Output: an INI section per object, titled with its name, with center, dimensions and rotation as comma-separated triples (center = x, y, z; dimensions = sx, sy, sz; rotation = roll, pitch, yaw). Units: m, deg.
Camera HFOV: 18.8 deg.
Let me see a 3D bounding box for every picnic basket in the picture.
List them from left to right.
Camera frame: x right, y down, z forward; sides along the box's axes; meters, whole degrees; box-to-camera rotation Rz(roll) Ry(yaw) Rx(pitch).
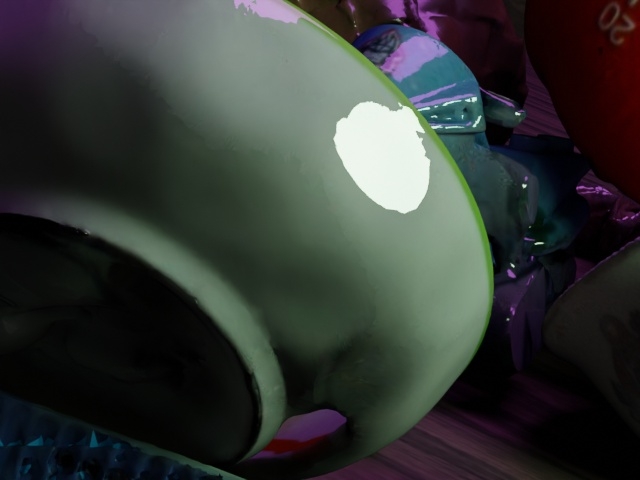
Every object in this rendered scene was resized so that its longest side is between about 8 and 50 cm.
[picnic basket]
center = 0.038, -0.198, 1.703
dimensions = 0.337, 0.293, 0.337
rotation = 2, 49, -2

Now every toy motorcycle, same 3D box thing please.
[toy motorcycle]
center = 0.094, -0.026, 1.349
dimensions = 0.172, 0.232, 0.416
rotation = 13, 8, 32

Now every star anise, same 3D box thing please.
[star anise]
center = 0.304, -0.011, 1.934
dimensions = 0.197, 0.073, 0.212
rotation = 17, 10, -23

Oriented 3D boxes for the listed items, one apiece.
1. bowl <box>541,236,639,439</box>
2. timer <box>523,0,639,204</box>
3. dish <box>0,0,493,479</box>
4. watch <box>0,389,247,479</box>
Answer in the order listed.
[bowl]
center = 0.376, 0.081, 1.226
dimensions = 0.435, 0.435, 0.196
rotation = 4, 62, -47
[timer]
center = 0.343, -0.150, 1.453
dimensions = 0.378, 0.279, 0.378
rotation = 31, 25, -16
[dish]
center = -0.090, 0.022, 0.912
dimensions = 0.324, 0.324, 0.124
rotation = 21, 52, 11
[watch]
center = -0.128, 0.109, 0.845
dimensions = 0.274, 0.068, 0.276
rotation = 24, 13, 26
